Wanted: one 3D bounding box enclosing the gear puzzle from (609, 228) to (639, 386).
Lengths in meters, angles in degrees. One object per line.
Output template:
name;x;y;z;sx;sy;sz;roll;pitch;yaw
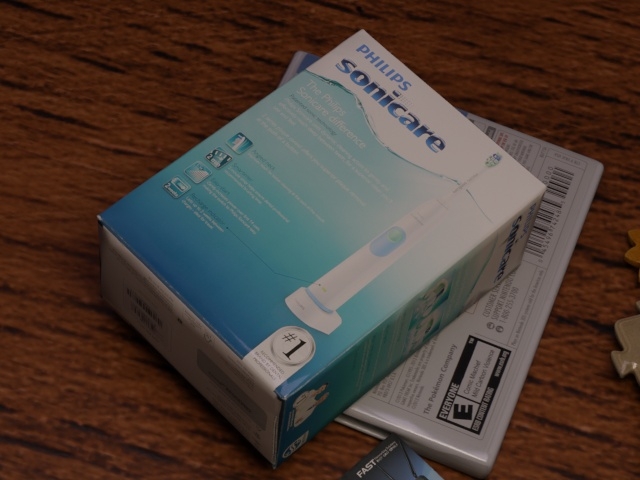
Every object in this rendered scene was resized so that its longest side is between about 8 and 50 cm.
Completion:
gear puzzle;0.336;0.119;1.507;0.176;0.044;0.339;-13;57;-13

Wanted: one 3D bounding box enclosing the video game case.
video game case;0.056;0.011;1.541;0.300;0.036;0.329;21;58;7

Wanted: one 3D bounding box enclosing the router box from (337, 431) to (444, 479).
router box;0.046;0.222;1.402;0.122;0.038;0.092;-38;69;-26

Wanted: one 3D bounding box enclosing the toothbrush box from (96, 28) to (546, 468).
toothbrush box;0.000;0.000;1.444;0.295;0.126;0.216;-39;69;-25
